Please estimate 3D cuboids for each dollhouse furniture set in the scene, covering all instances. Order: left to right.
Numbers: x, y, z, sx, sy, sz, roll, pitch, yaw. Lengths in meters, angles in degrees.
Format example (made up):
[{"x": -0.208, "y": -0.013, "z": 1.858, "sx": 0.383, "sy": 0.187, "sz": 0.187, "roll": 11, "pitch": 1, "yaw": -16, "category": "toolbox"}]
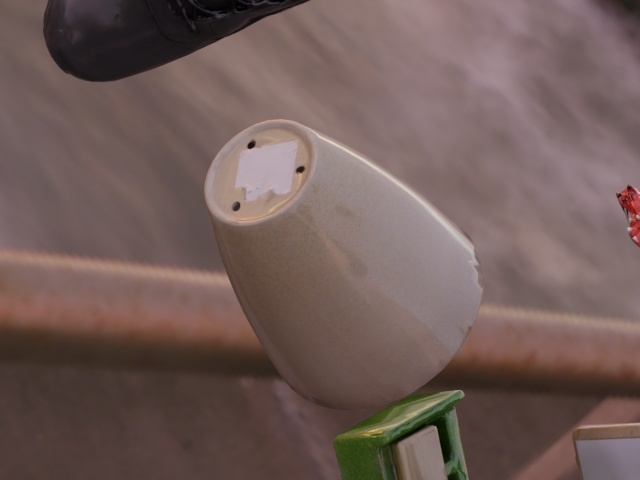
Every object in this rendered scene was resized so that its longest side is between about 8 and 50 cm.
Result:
[{"x": 0.072, "y": 0.192, "z": 1.026, "sx": 0.301, "sy": 0.198, "sz": 0.151, "roll": -21, "pitch": 102, "yaw": -55, "category": "dollhouse furniture set"}]

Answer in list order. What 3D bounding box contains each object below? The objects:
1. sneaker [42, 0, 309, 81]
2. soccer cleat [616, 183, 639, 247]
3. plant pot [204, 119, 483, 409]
[{"x": -0.038, "y": -0.181, "z": 1.117, "sx": 0.109, "sy": 0.286, "sz": 0.130, "roll": 58, "pitch": 1, "yaw": -28, "category": "sneaker"}, {"x": 0.301, "y": -0.018, "z": 1.742, "sx": 0.035, "sy": 0.029, "sz": 0.083, "roll": 41, "pitch": 21, "yaw": -35, "category": "soccer cleat"}, {"x": 0.000, "y": 0.000, "z": 1.935, "sx": 0.274, "sy": 0.256, "sz": 0.256, "roll": 50, "pitch": 15, "yaw": -47, "category": "plant pot"}]
